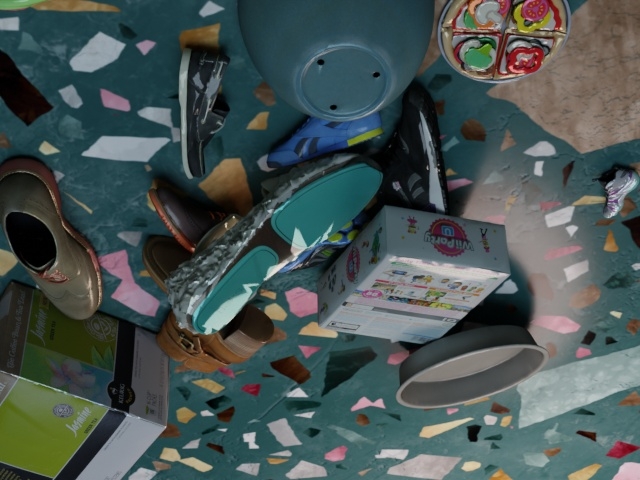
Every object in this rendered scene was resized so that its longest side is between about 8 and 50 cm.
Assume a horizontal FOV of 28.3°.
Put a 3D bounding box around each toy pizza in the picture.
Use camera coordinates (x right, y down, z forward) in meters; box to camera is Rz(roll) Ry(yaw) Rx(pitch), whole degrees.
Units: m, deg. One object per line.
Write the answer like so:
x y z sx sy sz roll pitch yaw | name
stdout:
0.276 -0.312 1.902 0.201 0.032 0.201 -2 134 -2 | toy pizza

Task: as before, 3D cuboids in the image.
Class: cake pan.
0.274 0.232 2.347 0.293 0.054 0.293 -12 155 -6 | cake pan

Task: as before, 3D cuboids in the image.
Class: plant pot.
0.026 -0.281 1.803 0.290 0.195 0.290 -2 134 -2 | plant pot

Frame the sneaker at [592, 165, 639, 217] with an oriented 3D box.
0.482 -0.086 2.134 0.069 0.038 0.098 17 121 -17 | sneaker

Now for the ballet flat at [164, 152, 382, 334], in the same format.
-0.092 -0.022 2.029 0.409 0.147 0.147 -40 128 0 | ballet flat

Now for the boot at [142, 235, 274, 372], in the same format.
-0.237 0.123 2.255 0.283 0.109 0.220 35 143 -18 | boot

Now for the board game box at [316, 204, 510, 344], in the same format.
0.150 0.066 2.149 0.224 0.097 0.303 9 151 -20 | board game box

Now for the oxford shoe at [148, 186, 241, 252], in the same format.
-0.180 -0.023 2.125 0.098 0.097 0.271 -40 133 9 | oxford shoe

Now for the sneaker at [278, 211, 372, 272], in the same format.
0.000 0.000 2.166 0.188 0.067 0.078 -27 167 4 | sneaker

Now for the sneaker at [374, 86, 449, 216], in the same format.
0.134 -0.117 2.036 0.124 0.107 0.283 -5 134 9 | sneaker

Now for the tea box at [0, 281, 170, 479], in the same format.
-0.491 0.297 2.308 0.323 0.220 0.329 23 128 -25 | tea box

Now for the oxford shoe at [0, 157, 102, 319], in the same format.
-0.459 0.031 2.115 0.123 0.130 0.348 -13 133 9 | oxford shoe

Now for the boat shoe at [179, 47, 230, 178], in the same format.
-0.179 -0.188 1.957 0.079 0.084 0.233 2 131 -6 | boat shoe

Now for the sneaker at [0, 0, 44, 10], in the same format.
-0.304 -0.444 1.647 0.483 0.185 0.202 -16 120 15 | sneaker

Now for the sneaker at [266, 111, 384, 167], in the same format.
0.000 -0.173 2.007 0.209 0.069 0.082 -18 97 27 | sneaker
